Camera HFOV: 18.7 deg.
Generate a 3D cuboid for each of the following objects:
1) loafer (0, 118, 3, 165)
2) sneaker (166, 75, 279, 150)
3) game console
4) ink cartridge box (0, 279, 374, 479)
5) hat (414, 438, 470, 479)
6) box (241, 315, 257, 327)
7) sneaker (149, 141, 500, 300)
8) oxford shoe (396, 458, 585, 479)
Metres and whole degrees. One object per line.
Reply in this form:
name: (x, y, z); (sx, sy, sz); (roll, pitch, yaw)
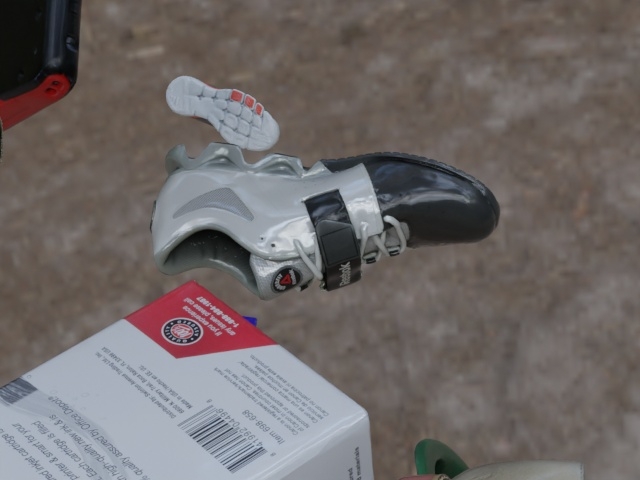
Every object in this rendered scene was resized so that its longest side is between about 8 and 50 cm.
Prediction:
loafer: (-0.235, -0.062, 1.284); (0.050, 0.056, 0.148); (4, 7, -8)
sneaker: (-0.105, -0.151, 2.287); (0.158, 0.061, 0.065); (30, 8, 25)
game console: (-0.271, -0.281, 1.671); (0.060, 0.386, 0.342); (8, -12, -32)
ink cartridge box: (-0.129, 0.168, 1.255); (0.273, 0.114, 0.197); (-29, 43, -28)
hat: (0.043, 0.267, 1.453); (0.183, 0.173, 0.208); (-31, -8, 14)
box: (-0.141, 0.143, 2.096); (0.126, 0.072, 0.137); (7, 37, 5)
sneaker: (0.000, 0.000, 1.807); (0.330, 0.122, 0.146); (2, 53, 15)
oxford shoe: (0.156, 0.269, 1.138); (0.130, 0.348, 0.123); (-17, 34, 17)
